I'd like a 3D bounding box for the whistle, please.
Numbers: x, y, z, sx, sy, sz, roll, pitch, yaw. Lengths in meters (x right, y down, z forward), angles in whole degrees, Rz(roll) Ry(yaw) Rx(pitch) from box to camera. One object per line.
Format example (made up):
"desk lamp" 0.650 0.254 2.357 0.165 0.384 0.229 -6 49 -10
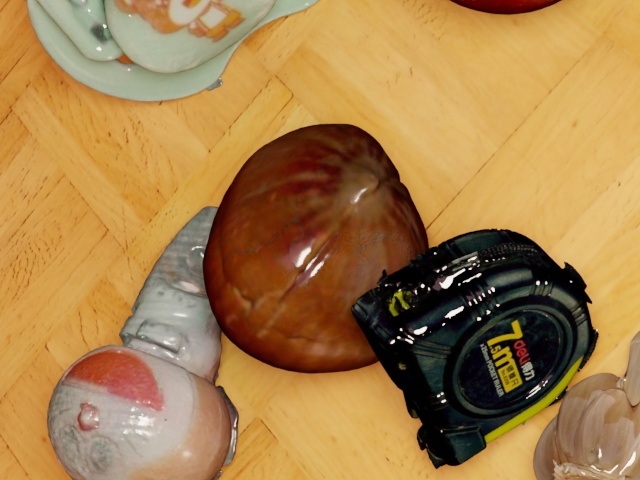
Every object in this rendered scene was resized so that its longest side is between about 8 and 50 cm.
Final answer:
"whistle" -0.158 0.119 1.412 0.189 0.189 0.347 14 76 31

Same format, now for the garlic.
"garlic" 0.251 0.154 1.211 0.131 0.127 0.194 8 57 12

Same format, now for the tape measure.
"tape measure" 0.141 0.083 1.242 0.186 0.199 0.112 -28 40 -4

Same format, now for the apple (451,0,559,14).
"apple" 0.155 -0.358 1.259 0.317 0.288 0.288 38 99 11

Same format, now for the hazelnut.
"hazelnut" 0.000 0.000 1.314 0.229 0.229 0.229 -6 77 28

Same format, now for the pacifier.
"pacifier" -0.153 -0.312 1.469 0.343 0.288 0.269 -36 39 14
